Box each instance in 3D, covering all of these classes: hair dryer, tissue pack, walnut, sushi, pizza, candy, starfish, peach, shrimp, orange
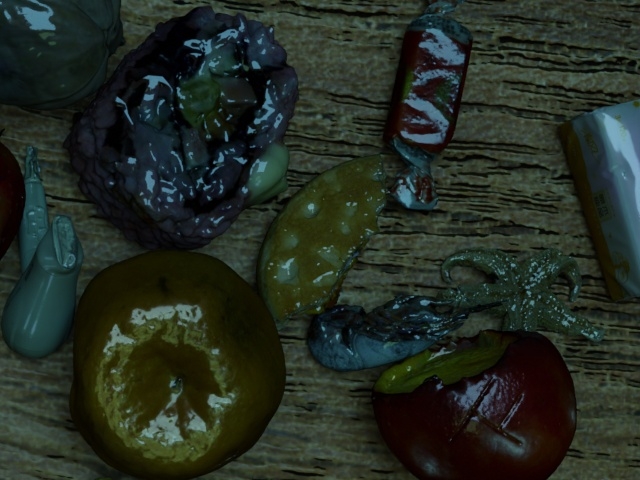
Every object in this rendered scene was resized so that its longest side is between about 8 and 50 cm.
[{"bbox_3d":[-0.298,-0.017,1.866,0.075,0.206,0.237,2,55,-20],"label":"hair dryer"},{"bbox_3d":[0.409,-0.058,2.056,0.185,0.124,0.225,-14,85,-18],"label":"tissue pack"},{"bbox_3d":[-0.323,-0.241,1.863,0.224,0.224,0.224,2,80,-13],"label":"walnut"},{"bbox_3d":[-0.134,-0.123,1.911,0.236,0.171,0.270,40,69,-4],"label":"sushi"},{"bbox_3d":[0.001,0.002,1.975,0.127,0.058,0.246,14,63,13],"label":"pizza"},{"bbox_3d":[0.127,-0.176,2.041,0.086,0.059,0.292,15,77,-8],"label":"candy"},{"bbox_3d":[0.240,0.069,2.030,0.209,0.053,0.150,27,80,-10],"label":"starfish"},{"bbox_3d":[0.168,0.178,1.925,0.226,0.196,0.190,22,43,-11],"label":"peach"},{"bbox_3d":[0.099,0.095,1.963,0.233,0.090,0.079,-13,87,6],"label":"shrimp"},{"bbox_3d":[-0.154,0.130,1.858,0.249,0.183,0.249,-2,100,-13],"label":"orange"}]

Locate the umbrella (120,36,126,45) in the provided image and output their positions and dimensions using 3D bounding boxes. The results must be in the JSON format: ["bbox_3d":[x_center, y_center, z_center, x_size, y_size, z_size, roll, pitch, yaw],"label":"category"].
[{"bbox_3d":[-0.259,-0.214,1.975,0.083,0.020,0.031,-31,50,-17],"label":"umbrella"}]

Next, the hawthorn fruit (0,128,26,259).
[{"bbox_3d":[-0.396,-0.053,1.845,0.181,0.181,0.235,28,50,-8],"label":"hawthorn fruit"}]

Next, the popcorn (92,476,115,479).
[{"bbox_3d":[-0.230,0.304,1.869,0.084,0.084,0.084,2,80,-13],"label":"popcorn"}]
